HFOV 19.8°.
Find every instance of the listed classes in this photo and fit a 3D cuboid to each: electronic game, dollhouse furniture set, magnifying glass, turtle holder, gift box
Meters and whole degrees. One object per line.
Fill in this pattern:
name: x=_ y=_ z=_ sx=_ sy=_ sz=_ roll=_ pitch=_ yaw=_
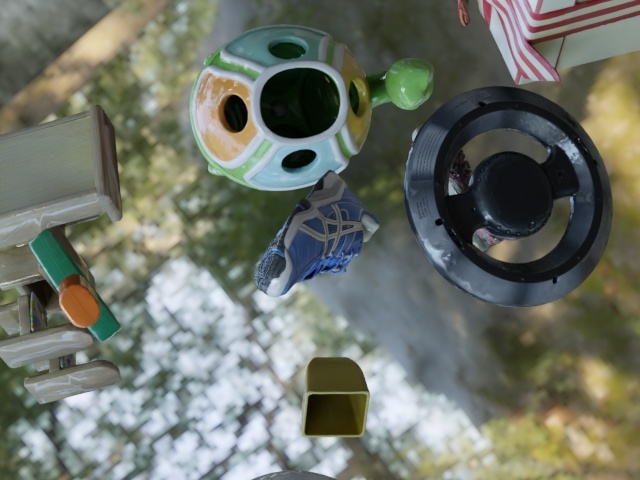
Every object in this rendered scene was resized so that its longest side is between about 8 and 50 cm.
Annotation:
electronic game: x=0.191 y=-0.045 z=1.849 sx=0.229 sy=0.229 sz=0.048 roll=51 pitch=156 yaw=-4
dollhouse furniture set: x=-0.243 y=-0.001 z=1.772 sx=0.242 sy=0.161 sz=0.212 roll=64 pitch=-166 yaw=-55
magnifying glass: x=-0.170 y=0.036 z=1.274 sx=0.092 sy=0.026 sz=0.231 roll=55 pitch=173 yaw=-7
turtle holder: x=-0.019 y=-0.181 z=2.604 sx=0.320 sy=0.243 sz=0.227 roll=18 pitch=176 yaw=-12
gift box: x=0.283 y=-0.329 z=1.993 sx=0.255 sy=0.258 sz=0.276 roll=93 pitch=159 yaw=-55

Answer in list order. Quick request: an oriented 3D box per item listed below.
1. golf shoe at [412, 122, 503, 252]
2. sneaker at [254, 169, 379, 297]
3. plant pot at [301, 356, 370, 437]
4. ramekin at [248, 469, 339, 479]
golf shoe: x=0.160 y=-0.061 z=2.365 sx=0.067 sy=0.086 sz=0.186 roll=-15 pitch=-106 yaw=-56
sneaker: x=0.000 y=0.000 z=1.871 sx=0.081 sy=0.080 sz=0.211 roll=37 pitch=-143 yaw=1
plant pot: x=0.015 y=0.193 z=2.332 sx=0.083 sy=0.081 sz=0.081 roll=-99 pitch=12 yaw=-49
ramekin: x=-0.022 y=0.313 z=1.722 sx=0.207 sy=0.207 sz=0.109 roll=55 pitch=168 yaw=10
